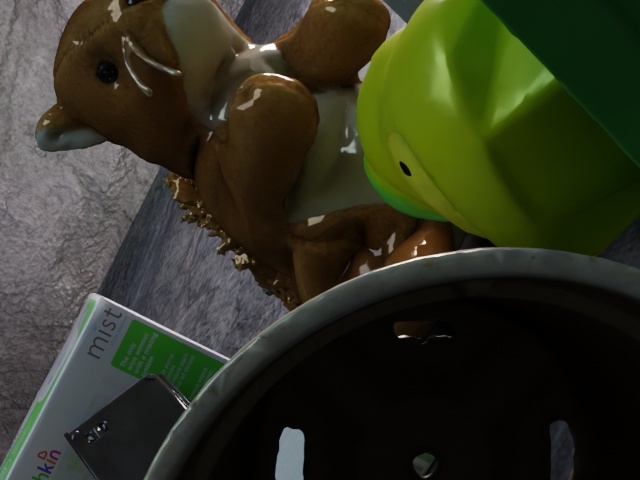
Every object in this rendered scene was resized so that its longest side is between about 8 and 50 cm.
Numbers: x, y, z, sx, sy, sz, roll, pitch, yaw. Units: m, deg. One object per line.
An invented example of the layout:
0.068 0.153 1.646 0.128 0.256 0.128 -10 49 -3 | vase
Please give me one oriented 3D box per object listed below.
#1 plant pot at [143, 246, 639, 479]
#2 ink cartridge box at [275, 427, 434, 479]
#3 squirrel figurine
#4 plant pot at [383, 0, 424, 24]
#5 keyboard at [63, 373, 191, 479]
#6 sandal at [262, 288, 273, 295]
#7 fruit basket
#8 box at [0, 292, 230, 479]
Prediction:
0.069 0.151 0.740 0.333 0.334 0.305 -60 6 4 | plant pot
0.000 0.197 1.233 0.171 0.056 0.235 -59 21 7 | ink cartridge box
-0.053 -0.069 1.220 0.397 0.371 0.281 107 -174 -69 | squirrel figurine
0.163 -0.394 1.448 0.252 0.248 0.247 -18 43 45 | plant pot
-0.160 0.268 1.351 0.201 0.033 0.317 -36 43 -13 | keyboard
0.000 0.000 1.648 0.179 0.040 0.067 -50 20 -11 | sandal
0.155 -0.076 0.691 0.392 0.392 0.283 -50 20 34 | fruit basket
-0.207 0.222 1.542 0.262 0.231 0.127 -63 13 -7 | box
